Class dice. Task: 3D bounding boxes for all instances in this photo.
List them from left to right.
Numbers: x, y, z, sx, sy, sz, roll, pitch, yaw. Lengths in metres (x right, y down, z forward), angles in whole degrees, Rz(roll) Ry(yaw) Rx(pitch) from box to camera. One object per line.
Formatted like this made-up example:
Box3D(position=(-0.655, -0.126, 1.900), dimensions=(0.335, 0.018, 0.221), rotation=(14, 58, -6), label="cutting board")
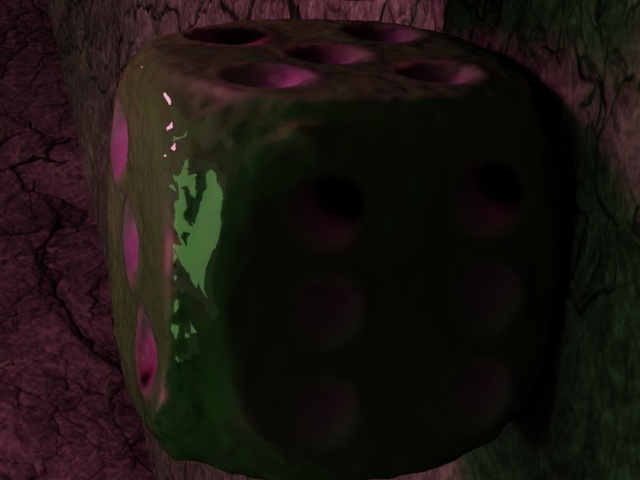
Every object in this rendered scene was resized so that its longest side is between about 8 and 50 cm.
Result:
Box3D(position=(0.000, 0.000, 1.521), dimensions=(0.330, 0.318, 0.322), rotation=(-129, 39, -64), label="dice")
